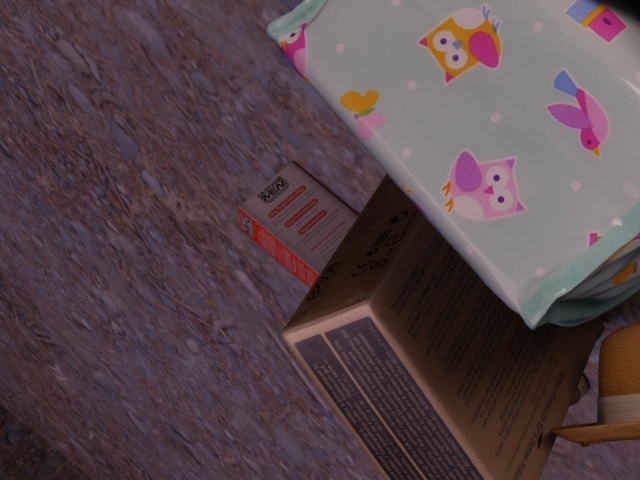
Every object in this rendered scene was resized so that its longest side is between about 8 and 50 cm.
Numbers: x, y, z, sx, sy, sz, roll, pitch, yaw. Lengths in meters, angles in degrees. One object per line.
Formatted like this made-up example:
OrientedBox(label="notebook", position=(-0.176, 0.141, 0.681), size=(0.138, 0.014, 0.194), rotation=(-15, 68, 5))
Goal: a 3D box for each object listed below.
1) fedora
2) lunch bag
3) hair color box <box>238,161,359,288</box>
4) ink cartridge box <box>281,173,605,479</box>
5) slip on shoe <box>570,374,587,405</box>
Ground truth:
OrientedBox(label="fedora", position=(0.246, 0.091, 1.060), size=(0.194, 0.194, 0.079), rotation=(154, 111, -68))
OrientedBox(label="lunch bag", position=(0.120, -0.071, 0.895), size=(0.223, 0.160, 0.262), rotation=(49, -166, 14))
OrientedBox(label="hair color box", position=(0.000, 0.000, 1.436), size=(0.141, 0.072, 0.043), rotation=(41, 158, 21))
OrientedBox(label="ink cartridge box", position=(0.095, 0.063, 1.128), size=(0.088, 0.235, 0.193), rotation=(-22, 110, 35))
OrientedBox(label="slip on shoe", position=(0.166, 0.114, 1.353), size=(0.135, 0.041, 0.051), rotation=(24, 149, 47))
